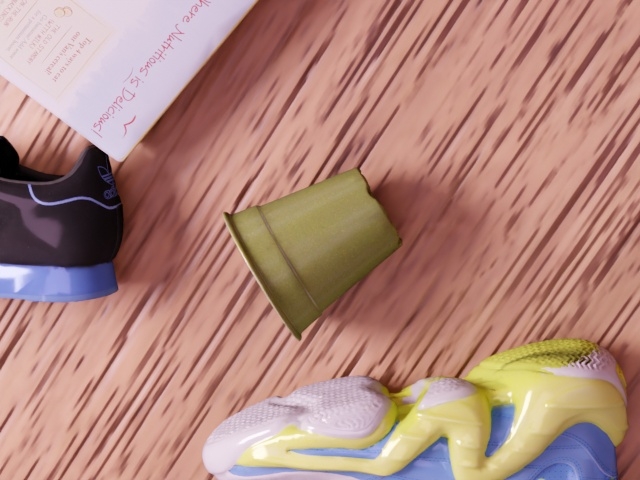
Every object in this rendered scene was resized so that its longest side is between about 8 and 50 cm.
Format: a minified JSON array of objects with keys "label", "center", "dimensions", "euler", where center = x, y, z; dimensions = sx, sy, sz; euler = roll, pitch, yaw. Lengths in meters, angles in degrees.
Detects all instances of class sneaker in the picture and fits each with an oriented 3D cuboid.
[{"label":"sneaker","center":[-0.228,-0.016,0.978],"dimensions":[0.232,0.081,0.091],"euler":[2,98,3]},{"label":"sneaker","center":[0.058,0.136,0.946],"dimensions":[0.240,0.091,0.126],"euler":[-12,99,11]}]

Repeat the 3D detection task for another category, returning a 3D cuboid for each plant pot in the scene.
[{"label":"plant pot","center":[0.000,0.000,0.944],"dimensions":[0.079,0.083,0.083],"euler":[-32,94,1]}]

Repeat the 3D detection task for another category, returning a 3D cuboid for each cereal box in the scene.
[{"label":"cereal box","center":[-0.148,-0.178,0.911],"dimensions":[0.240,0.047,0.173],"euler":[38,108,-17]}]
